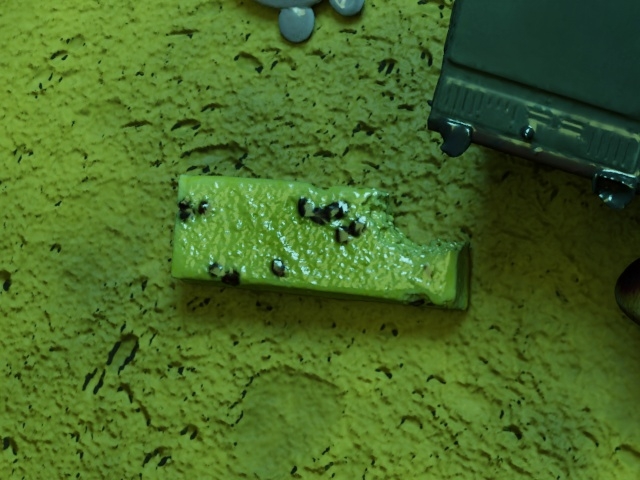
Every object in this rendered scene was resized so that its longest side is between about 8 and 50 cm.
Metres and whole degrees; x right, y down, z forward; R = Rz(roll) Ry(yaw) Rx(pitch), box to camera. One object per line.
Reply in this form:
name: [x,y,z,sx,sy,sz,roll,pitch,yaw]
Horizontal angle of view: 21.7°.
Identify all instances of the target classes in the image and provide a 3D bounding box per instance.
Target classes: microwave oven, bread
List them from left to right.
bread: [0.000,0.000,1.246,0.226,0.049,0.088,4,84,16]
microwave oven: [0.197,-0.171,1.106,0.188,0.178,0.247,21,114,20]

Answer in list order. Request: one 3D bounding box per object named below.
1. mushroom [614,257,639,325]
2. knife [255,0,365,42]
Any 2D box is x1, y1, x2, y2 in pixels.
mushroom: [0.294,0.119,1.117,0.227,0.148,0.218,15,103,23]
knife: [0.093,-0.287,1.215,0.398,0.038,0.132,-31,99,21]
